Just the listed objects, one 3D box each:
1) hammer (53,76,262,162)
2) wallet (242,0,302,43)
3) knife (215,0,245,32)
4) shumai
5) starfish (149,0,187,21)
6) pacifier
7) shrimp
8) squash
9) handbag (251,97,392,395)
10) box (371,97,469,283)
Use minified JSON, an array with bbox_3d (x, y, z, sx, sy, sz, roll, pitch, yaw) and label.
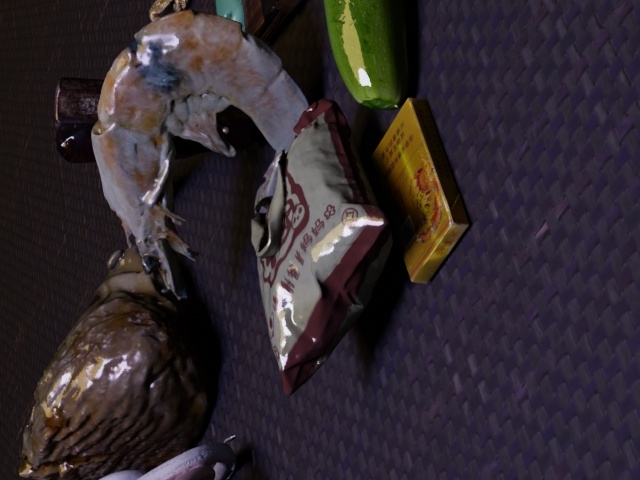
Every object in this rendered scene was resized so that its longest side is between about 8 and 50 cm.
[{"bbox_3d":[-0.213,-0.101,1.745,0.409,0.242,0.095,120,147,-72],"label":"hammer"},{"bbox_3d":[-0.038,-0.325,1.561,0.230,0.042,0.124,-41,47,53],"label":"wallet"},{"bbox_3d":[-0.123,-0.342,1.758,0.063,0.034,0.260,-61,31,33],"label":"knife"},{"bbox_3d":[-0.278,0.147,1.770,0.346,0.217,0.283,125,141,-51],"label":"shumai"},{"bbox_3d":[-0.210,-0.397,1.922,0.150,0.053,0.210,-105,30,-44],"label":"starfish"},{"bbox_3d":[-0.190,0.369,1.545,0.332,0.220,0.273,95,168,-66],"label":"pacifier"},{"bbox_3d":[-0.132,-0.083,1.516,0.085,0.247,0.360,-83,1,-60],"label":"shrimp"},{"bbox_3d":[0.041,-0.263,1.336,0.082,0.082,0.292,-30,58,60],"label":"squash"},{"bbox_3d":[0.000,0.000,1.332,0.235,0.127,0.213,-101,29,-55],"label":"handbag"},{"bbox_3d":[0.091,-0.047,1.263,0.089,0.022,0.156,119,146,-42],"label":"box"}]
